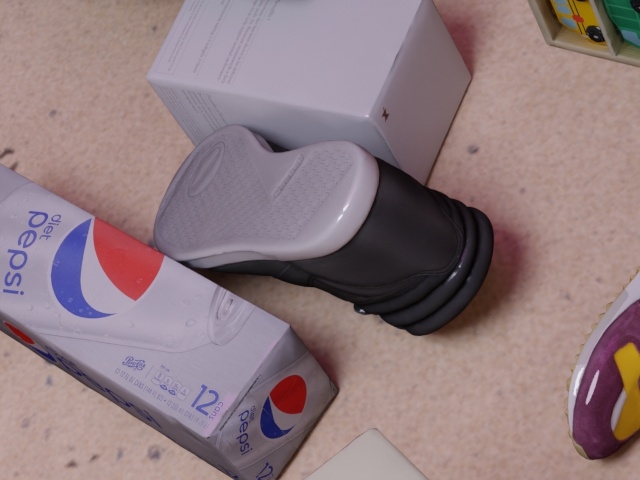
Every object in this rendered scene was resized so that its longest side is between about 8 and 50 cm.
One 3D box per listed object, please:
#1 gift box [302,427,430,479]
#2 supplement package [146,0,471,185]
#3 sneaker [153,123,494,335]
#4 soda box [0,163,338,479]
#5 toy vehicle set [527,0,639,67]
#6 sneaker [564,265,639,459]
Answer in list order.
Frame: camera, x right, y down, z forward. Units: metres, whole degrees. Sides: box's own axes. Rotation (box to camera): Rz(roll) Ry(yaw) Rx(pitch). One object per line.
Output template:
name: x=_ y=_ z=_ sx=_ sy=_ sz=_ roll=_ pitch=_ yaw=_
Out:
gift box: x=0.033 y=0.305 z=1.002 sx=0.276 sy=0.255 sz=0.258 roll=-42 pitch=51 yaw=-10
supplement package: x=-0.007 y=-0.112 z=1.352 sx=0.179 sy=0.105 sz=0.105 roll=12 pitch=65 yaw=29
sneaker: x=0.000 y=0.000 z=1.294 sx=0.295 sy=0.147 sz=0.105 roll=6 pitch=69 yaw=61
soda box: x=-0.131 y=0.054 z=1.313 sx=0.286 sy=0.098 sz=0.091 roll=28 pitch=74 yaw=34
toy vehicle set: x=0.185 y=-0.193 z=1.219 sx=0.166 sy=0.267 sz=0.035 roll=17 pitch=68 yaw=31
sneaker: x=0.219 y=0.058 z=1.176 sx=0.084 sy=0.069 sz=0.185 roll=23 pitch=73 yaw=38
